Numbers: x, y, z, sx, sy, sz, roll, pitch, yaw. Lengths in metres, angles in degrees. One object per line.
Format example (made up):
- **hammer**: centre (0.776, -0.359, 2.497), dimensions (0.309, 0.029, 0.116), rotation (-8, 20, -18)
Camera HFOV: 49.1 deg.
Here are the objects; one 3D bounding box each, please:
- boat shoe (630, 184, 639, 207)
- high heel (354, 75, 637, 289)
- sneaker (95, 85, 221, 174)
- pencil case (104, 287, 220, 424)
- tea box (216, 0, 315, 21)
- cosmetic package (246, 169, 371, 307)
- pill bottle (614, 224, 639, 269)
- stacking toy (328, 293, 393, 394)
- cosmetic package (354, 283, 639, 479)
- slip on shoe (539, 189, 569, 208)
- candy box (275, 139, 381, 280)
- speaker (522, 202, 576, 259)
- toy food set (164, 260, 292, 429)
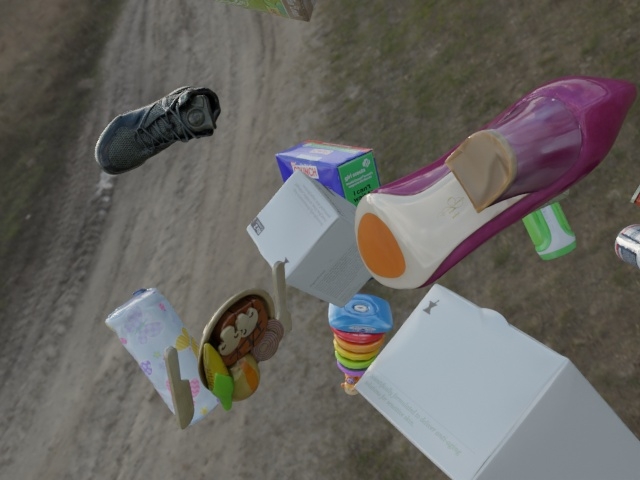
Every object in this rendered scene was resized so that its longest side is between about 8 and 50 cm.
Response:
- **boat shoe**: centre (0.611, -0.116, 1.259), dimensions (0.043, 0.137, 0.049), rotation (34, 34, 24)
- **high heel**: centre (0.107, -0.036, 0.494), dimensions (0.117, 0.082, 0.244), rotation (-25, -14, -24)
- **sneaker**: centre (-0.255, -0.184, 1.134), dimensions (0.227, 0.087, 0.130), rotation (-36, 23, -27)
- **pencil case**: centre (-0.297, 0.226, 1.351), dimensions (0.124, 0.273, 0.113), rotation (-32, 8, 16)
- **tea box**: centre (-0.160, -0.534, 1.107), dimensions (0.329, 0.324, 0.220), rotation (14, -89, -82)
- **cosmetic package**: centre (0.000, 0.000, 1.259), dimensions (0.151, 0.184, 0.151), rotation (-48, 49, 11)
- **pill bottle**: centre (0.845, 0.030, 1.790), dimensions (0.108, 0.108, 0.180), rotation (-39, 15, 6)
- **stacking toy**: centre (0.099, 0.315, 1.965), dimensions (0.175, 0.302, 0.166), rotation (4, 26, -2)
- **cosmetic package**: centre (0.233, 0.228, 0.773), dimensions (0.155, 0.365, 0.197), rotation (-51, 33, -4)
- **slip on shoe**: centre (0.318, -0.092, 1.122), dimensions (0.123, 0.101, 0.331), rotation (-22, 1, 15)
- **candy box**: centre (0.040, -0.082, 1.774), dimensions (0.122, 0.317, 0.268), rotation (-30, 28, -27)
- **speaker**: centre (0.665, -0.095, 2.126), dimensions (0.131, 0.296, 0.131), rotation (-26, 3, 1)
- **toy food set**: centre (-0.083, 0.115, 0.767), dimensions (0.038, 0.132, 0.192), rotation (21, 43, 30)
